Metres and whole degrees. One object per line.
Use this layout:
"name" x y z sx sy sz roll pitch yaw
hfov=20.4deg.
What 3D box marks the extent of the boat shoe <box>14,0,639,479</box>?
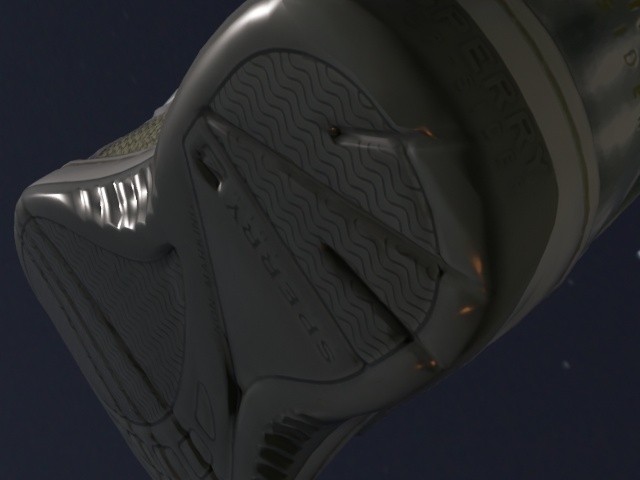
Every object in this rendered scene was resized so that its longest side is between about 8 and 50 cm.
"boat shoe" -0.001 -0.003 0.484 0.103 0.320 0.118 -30 -95 -26
